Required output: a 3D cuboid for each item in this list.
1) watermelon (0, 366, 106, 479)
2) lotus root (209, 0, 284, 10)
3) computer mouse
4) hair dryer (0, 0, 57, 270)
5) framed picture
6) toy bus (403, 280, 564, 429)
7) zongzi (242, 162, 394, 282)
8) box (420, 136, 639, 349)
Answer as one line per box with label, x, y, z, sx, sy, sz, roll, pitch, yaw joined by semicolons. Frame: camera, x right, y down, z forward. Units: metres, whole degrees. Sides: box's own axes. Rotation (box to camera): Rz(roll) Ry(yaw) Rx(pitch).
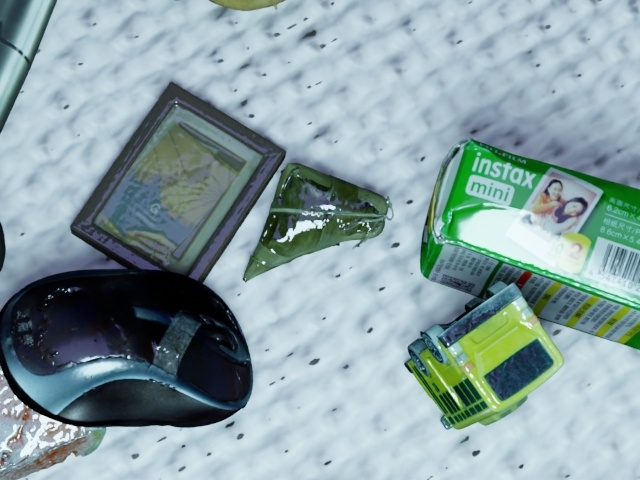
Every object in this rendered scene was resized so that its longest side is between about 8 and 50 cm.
watermelon;-0.284;0.148;1.620;0.187;0.071;0.139;33;80;-2
lotus root;-0.035;-0.312;1.727;0.284;0.146;0.160;-34;119;-13
computer mouse;-0.157;0.086;1.589;0.233;0.096;0.137;5;58;-29
hair dryer;-0.390;-0.123;1.701;0.284;0.156;0.320;-2;58;17
framed picture;-0.129;-0.044;1.708;0.128;0.023;0.168;31;74;6
toy bus;0.137;0.104;1.603;0.088;0.175;0.101;-35;85;-13
zongzi;0.000;0.000;1.691;0.109;0.055;0.119;20;84;1
box;0.211;0.005;1.634;0.250;0.180;0.103;19;76;1
